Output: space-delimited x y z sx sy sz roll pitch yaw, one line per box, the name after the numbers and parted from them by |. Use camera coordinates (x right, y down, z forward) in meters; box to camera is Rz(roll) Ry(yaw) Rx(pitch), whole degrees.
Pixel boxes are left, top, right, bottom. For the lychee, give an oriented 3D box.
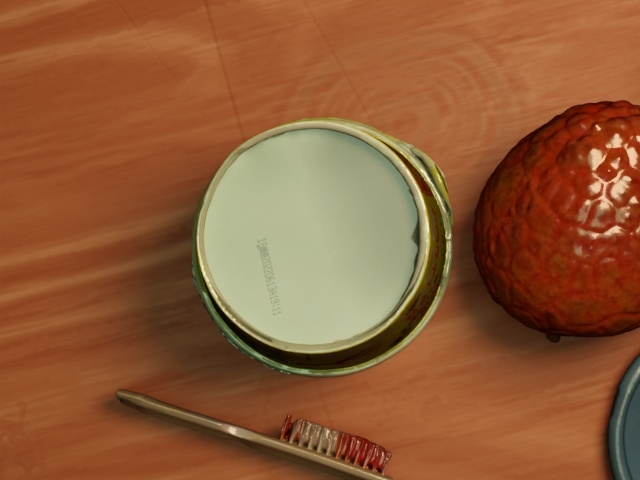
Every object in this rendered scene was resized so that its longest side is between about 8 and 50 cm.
0.287 -0.006 1.322 0.255 0.255 0.300 -8 120 2 | lychee

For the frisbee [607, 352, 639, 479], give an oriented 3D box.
0.461 0.220 1.386 0.290 0.049 0.289 0 87 6 | frisbee

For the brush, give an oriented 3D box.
-0.071 0.210 1.407 0.321 0.060 0.050 17 75 3 | brush

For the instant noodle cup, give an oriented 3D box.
0.000 0.000 1.334 0.311 0.221 0.311 0 87 2 | instant noodle cup
